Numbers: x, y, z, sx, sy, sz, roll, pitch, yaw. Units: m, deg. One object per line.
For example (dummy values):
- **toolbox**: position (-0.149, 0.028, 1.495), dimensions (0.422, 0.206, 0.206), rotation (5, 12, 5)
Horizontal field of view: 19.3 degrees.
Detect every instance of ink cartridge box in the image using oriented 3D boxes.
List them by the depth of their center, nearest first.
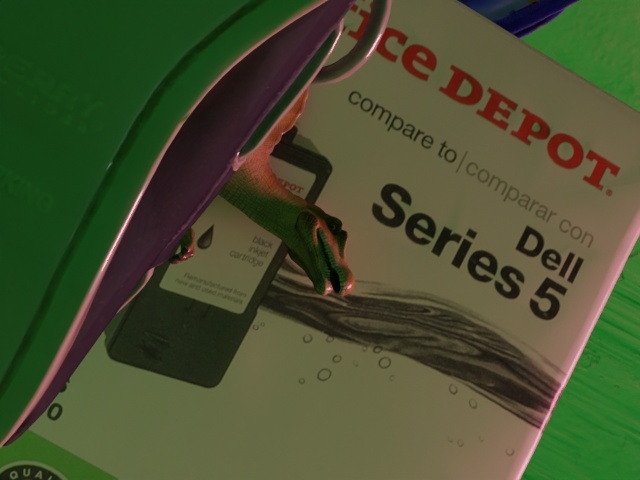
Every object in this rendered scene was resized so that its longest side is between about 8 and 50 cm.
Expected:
- **ink cartridge box**: position (-0.022, 0.035, 0.694), dimensions (0.273, 0.198, 0.115), rotation (-62, -169, -12)

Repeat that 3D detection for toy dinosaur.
- **toy dinosaur**: position (-0.046, -0.061, 0.621), dimensions (0.092, 0.183, 0.053), rotation (-20, -174, -30)

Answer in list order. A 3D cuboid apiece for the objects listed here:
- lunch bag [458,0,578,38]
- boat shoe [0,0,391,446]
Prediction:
- **lunch bag**: position (0.095, -0.235, 1.092), dimensions (0.293, 0.138, 0.221), rotation (-34, -125, 57)
- **boat shoe**: position (-0.034, -0.057, 0.412), dimensions (0.254, 0.095, 0.079), rotation (-60, 180, 17)
